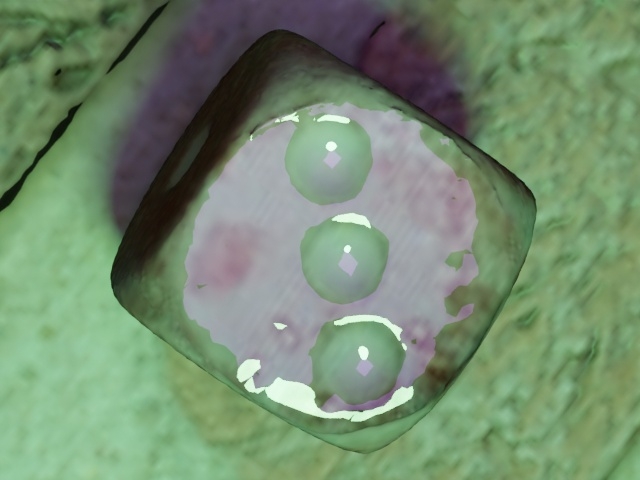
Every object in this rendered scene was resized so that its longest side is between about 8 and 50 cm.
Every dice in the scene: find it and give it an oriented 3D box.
[{"bbox_3d":[0.000,0.000,0.568,0.091,0.094,0.093,33,93,-13],"label":"dice"}]
